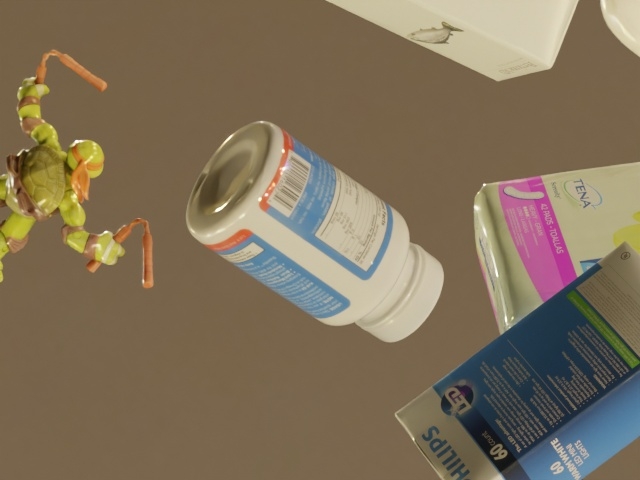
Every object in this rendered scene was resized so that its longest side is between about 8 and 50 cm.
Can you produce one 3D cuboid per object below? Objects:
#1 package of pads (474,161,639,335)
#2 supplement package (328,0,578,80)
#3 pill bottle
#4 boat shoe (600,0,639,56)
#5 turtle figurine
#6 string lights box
[{"bbox_3d":[0.312,0.020,1.970,0.296,0.101,0.229,-8,-143,-2],"label":"package of pads"},{"bbox_3d":[0.084,-0.196,1.371,0.105,0.179,0.105,-68,-166,-7],"label":"supplement package"},{"bbox_3d":[0.000,0.000,1.759,0.124,0.221,0.124,-38,-149,29],"label":"pill bottle"},{"bbox_3d":[0.212,-0.106,1.016,0.063,0.184,0.066,-4,-97,62],"label":"boat shoe"},{"bbox_3d":[-0.284,-0.038,2.007,0.217,0.087,0.269,-32,-103,32],"label":"turtle figurine"},{"bbox_3d":[0.209,0.131,1.727,0.259,0.077,0.133,-37,-138,-1],"label":"string lights box"}]
